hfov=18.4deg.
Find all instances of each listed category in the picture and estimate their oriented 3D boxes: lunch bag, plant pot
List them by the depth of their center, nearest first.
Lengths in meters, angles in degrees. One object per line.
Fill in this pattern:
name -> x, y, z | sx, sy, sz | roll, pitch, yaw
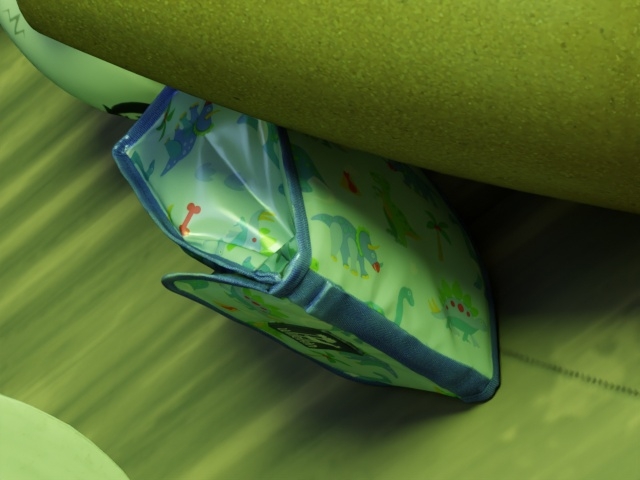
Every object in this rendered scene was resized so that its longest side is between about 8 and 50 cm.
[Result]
plant pot -> 0.020, -0.129, 0.730 | 0.254, 0.237, 0.237 | 2, 58, 7
lunch bag -> 0.000, 0.000, 0.820 | 0.096, 0.129, 0.151 | -51, 40, 11

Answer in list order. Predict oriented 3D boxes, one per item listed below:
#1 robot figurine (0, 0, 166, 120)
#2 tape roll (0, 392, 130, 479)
robot figurine -> -0.041, -0.173, 0.926 | 0.278, 0.209, 0.173 | -38, 42, 35
tape roll -> -0.189, 0.183, 0.757 | 0.100, 0.286, 0.286 | 12, 71, 50
